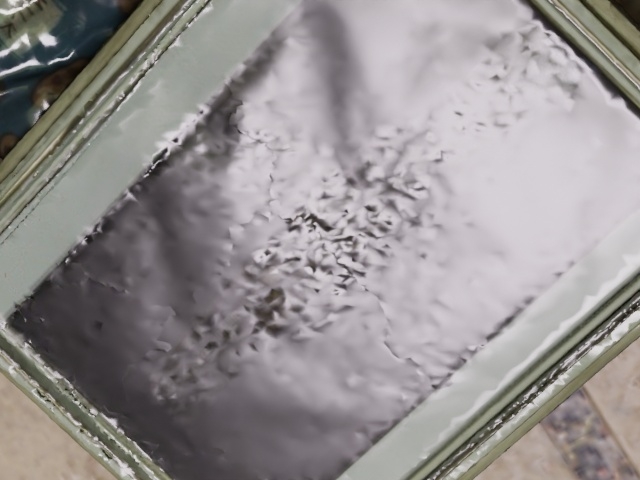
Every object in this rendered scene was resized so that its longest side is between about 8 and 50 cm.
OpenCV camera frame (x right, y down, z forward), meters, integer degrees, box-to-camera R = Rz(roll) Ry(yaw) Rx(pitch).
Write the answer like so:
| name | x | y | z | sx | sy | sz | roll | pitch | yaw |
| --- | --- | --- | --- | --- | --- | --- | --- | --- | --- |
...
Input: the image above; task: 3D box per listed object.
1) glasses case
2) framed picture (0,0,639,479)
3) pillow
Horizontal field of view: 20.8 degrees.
| name | x | y | z | sx | sy | sz | roll | pitch | yaw |
| --- | --- | --- | --- | --- | --- | --- | --- | --- | --- |
| glasses case | -0.002 | 0.102 | 0.738 | 0.083 | 0.023 | 0.033 | 41 | 117 | 0 |
| framed picture | 0.000 | 0.000 | 0.677 | 0.231 | 0.018 | 0.293 | 43 | 113 | -4 |
| pillow | -0.070 | -0.099 | 0.686 | 0.189 | 0.034 | 0.255 | -35 | 97 | 20 |
